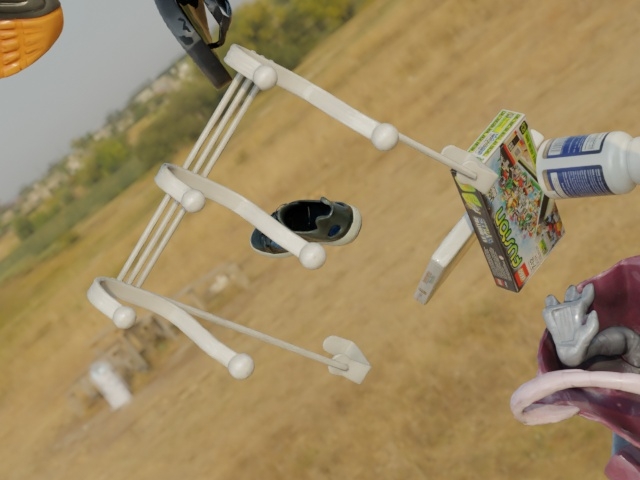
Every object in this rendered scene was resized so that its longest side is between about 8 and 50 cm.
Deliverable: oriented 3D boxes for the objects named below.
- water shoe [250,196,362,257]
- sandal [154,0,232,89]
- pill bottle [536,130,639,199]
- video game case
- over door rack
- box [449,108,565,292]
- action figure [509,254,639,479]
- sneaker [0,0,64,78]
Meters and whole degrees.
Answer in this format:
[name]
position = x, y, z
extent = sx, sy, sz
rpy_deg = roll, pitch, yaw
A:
[water shoe]
position = -0.036, -0.028, 1.741
extent = 0.203, 0.080, 0.072
rpy_deg = -11, 60, 44
[sandal]
position = -0.131, -0.256, 1.289
extent = 0.055, 0.097, 0.254
rpy_deg = -27, 54, 9
[pill bottle]
position = 0.292, -0.079, 1.357
extent = 0.120, 0.067, 0.067
rpy_deg = -3, 32, 40
[video game case]
position = 0.210, -0.027, 1.755
extent = 0.227, 0.026, 0.206
rpy_deg = -51, -8, -15
[over door rack]
position = 0.000, 0.000, 1.077
extent = 0.108, 0.324, 0.239
rpy_deg = 44, 107, 42
[box]
position = 0.232, -0.045, 1.586
extent = 0.036, 0.207, 0.114
rpy_deg = 19, 59, 41
[action figure]
position = 0.347, 0.181, 1.118
extent = 0.248, 0.370, 0.275
rpy_deg = -11, 24, 30
[sneaker]
position = -0.266, -0.176, 0.809
extent = 0.121, 0.263, 0.099
rpy_deg = -52, -25, -54
